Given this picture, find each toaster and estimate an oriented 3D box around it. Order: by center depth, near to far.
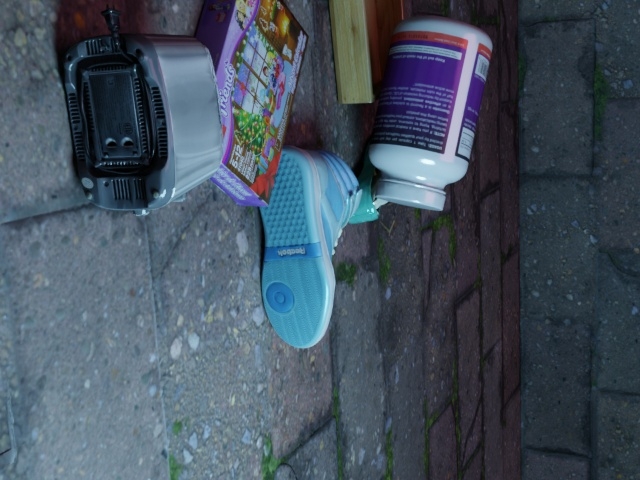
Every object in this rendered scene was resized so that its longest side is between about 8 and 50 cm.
[{"bbox_3d":[-0.194,-0.148,0.948,0.146,0.129,0.226,-33,120,-63],"label":"toaster"}]

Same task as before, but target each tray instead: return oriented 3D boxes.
[{"bbox_3d":[0.082,-0.472,1.539,0.203,0.076,0.410,-35,123,-58],"label":"tray"}]

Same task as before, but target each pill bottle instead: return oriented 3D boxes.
[{"bbox_3d":[0.190,-0.223,1.503,0.181,0.182,0.322,13,89,-63],"label":"pill bottle"}]

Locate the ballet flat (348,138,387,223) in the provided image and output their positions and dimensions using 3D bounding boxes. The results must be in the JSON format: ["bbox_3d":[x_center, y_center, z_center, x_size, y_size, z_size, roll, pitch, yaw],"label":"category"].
[{"bbox_3d":[0.117,-0.121,1.624,0.247,0.087,0.083,-64,145,-40],"label":"ballet flat"}]

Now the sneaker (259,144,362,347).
[{"bbox_3d":[0.000,0.000,1.355,0.208,0.127,0.318,-21,112,-60],"label":"sneaker"}]

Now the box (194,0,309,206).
[{"bbox_3d":[-0.108,-0.220,1.189,0.201,0.057,0.293,42,56,-57],"label":"box"}]
